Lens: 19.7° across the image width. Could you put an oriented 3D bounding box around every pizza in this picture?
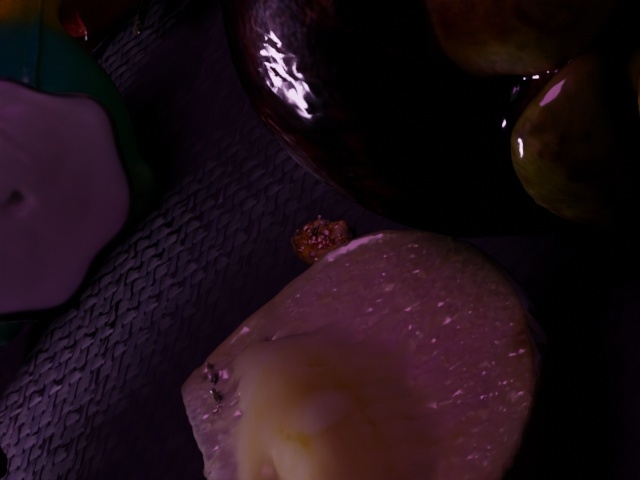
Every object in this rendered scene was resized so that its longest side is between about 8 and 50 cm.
[{"bbox_3d":[0.000,0.000,1.233,0.037,0.016,0.083,-54,24,-8],"label":"pizza"}]

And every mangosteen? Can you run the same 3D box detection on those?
[{"bbox_3d":[0.111,-0.129,0.920,0.297,0.313,0.297,-53,-15,-21],"label":"mangosteen"}]

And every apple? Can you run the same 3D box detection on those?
[{"bbox_3d":[0.044,0.103,0.934,0.193,0.120,0.265,-40,31,6],"label":"apple"}]

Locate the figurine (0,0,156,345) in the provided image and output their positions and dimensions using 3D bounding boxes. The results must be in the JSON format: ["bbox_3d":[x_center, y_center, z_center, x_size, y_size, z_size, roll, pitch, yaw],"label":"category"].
[{"bbox_3d":[-0.258,-0.074,1.556,0.340,0.231,0.323,-121,40,-69],"label":"figurine"}]

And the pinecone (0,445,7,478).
[{"bbox_3d":[-0.373,0.224,1.299,0.384,0.384,0.384,-41,30,30],"label":"pinecone"}]

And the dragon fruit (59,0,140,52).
[{"bbox_3d":[-0.302,-0.235,1.819,0.200,0.198,0.269,-22,6,-31],"label":"dragon fruit"}]

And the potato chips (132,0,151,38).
[{"bbox_3d":[-0.151,-0.252,1.720,0.209,0.026,0.142,-80,14,-70],"label":"potato chips"}]
